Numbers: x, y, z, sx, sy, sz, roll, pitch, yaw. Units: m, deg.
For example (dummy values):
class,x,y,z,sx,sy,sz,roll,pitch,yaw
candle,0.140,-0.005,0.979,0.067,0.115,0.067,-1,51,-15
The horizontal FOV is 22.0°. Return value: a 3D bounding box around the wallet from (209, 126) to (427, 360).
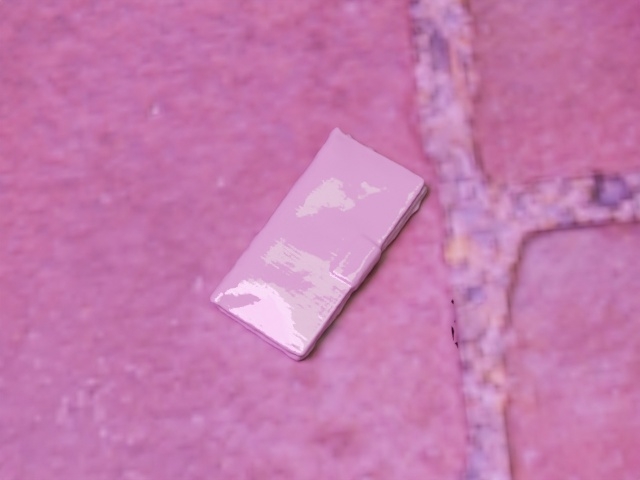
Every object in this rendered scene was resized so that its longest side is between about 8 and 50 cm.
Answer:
class,x,y,z,sx,sy,sz,roll,pitch,yaw
wallet,0.000,0.000,0.599,0.044,0.011,0.083,33,75,16
